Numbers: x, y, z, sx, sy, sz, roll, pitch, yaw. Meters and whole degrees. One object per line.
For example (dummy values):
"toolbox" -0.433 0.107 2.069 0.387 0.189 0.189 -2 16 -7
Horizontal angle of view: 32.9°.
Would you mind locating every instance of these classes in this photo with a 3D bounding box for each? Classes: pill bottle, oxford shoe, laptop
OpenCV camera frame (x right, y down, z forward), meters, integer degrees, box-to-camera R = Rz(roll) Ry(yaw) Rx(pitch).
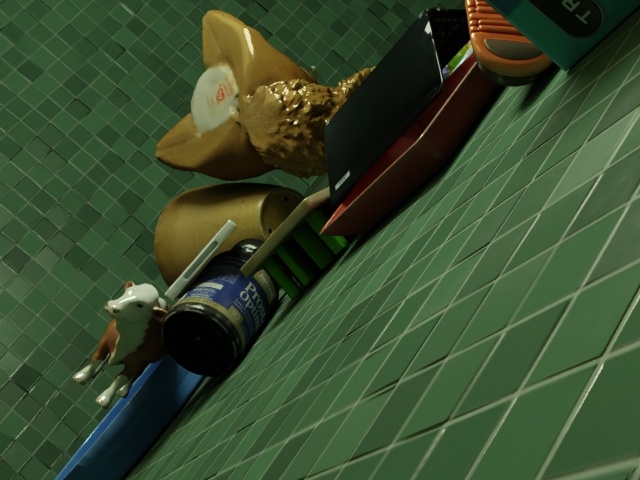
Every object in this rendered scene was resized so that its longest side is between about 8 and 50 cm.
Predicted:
"pill bottle" -0.134 0.090 1.596 0.123 0.123 0.219 -46 6 37
"oxford shoe" 0.227 -0.245 1.159 0.363 0.130 0.133 -65 -18 -48
"laptop" 0.126 -0.182 1.448 0.264 0.136 0.234 -13 -26 -51

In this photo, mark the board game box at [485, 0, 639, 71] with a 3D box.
"board game box" 0.215 -0.326 0.844 0.336 0.254 0.079 -45 7 49

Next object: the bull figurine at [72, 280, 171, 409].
"bull figurine" -0.293 0.157 1.684 0.188 0.101 0.310 -51 -6 -3

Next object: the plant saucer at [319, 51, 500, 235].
"plant saucer" 0.129 -0.125 1.323 0.259 0.048 0.258 -54 6 -34

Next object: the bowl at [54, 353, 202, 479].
"bowl" -0.322 0.312 1.880 0.391 0.077 0.391 -49 5 6

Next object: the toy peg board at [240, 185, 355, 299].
"toy peg board" 0.000 0.000 1.481 0.161 0.079 0.160 -46 -10 35

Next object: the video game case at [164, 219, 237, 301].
"video game case" -0.180 0.032 1.610 0.143 0.019 0.157 -50 4 -7

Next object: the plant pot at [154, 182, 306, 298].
"plant pot" -0.127 -0.005 1.897 0.254 0.237 0.237 -17 29 52

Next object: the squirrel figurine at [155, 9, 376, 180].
"squirrel figurine" -0.014 -0.199 1.887 0.397 0.370 0.281 22 97 45

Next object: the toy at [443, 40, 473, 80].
"toy" 0.236 -0.322 1.843 0.237 0.056 0.137 -49 3 3
